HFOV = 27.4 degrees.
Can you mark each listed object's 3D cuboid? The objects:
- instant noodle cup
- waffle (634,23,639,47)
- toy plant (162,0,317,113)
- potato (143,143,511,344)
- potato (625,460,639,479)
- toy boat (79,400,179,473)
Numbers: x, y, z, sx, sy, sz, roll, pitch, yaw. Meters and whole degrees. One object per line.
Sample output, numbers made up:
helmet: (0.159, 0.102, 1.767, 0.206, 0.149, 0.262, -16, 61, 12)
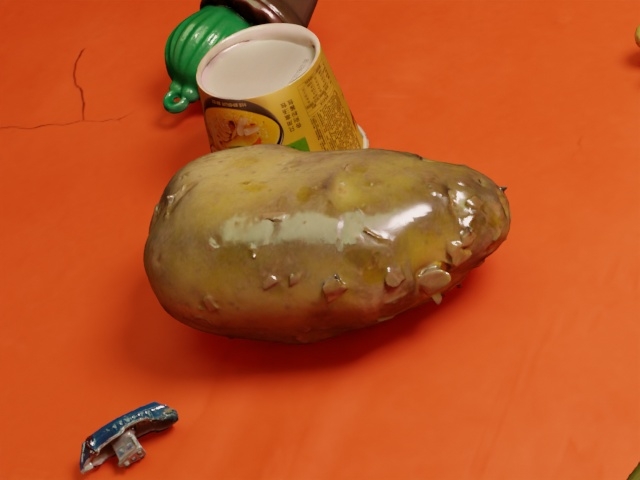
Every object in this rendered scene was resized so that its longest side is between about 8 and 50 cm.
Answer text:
instant noodle cup: (-0.043, -0.114, 1.182, 0.151, 0.122, 0.151, -12, 42, 11)
waffle: (0.441, -0.186, 1.115, 0.312, 0.060, 0.307, -35, 42, -15)
toy plant: (-0.077, -0.197, 1.319, 0.143, 0.105, 0.200, 25, 73, 27)
potato: (0.000, 0.000, 1.018, 0.296, 0.141, 0.191, -6, 24, 18)
potato: (0.227, 0.196, 0.635, 0.216, 0.216, 0.304, 15, 58, 36)
toy boat: (-0.143, 0.150, 0.984, 0.083, 0.038, 0.038, -28, 39, -10)
